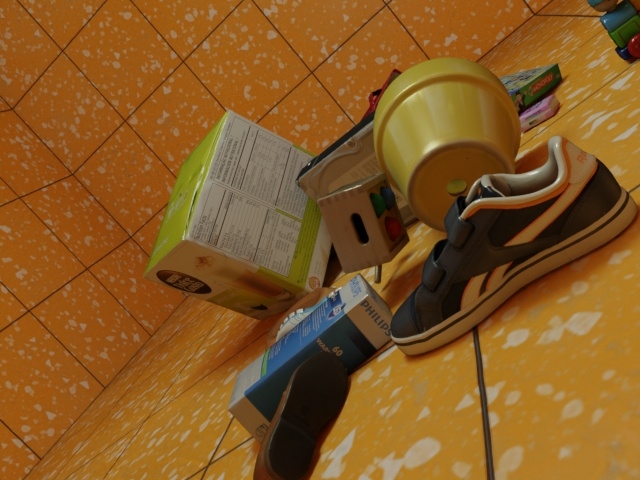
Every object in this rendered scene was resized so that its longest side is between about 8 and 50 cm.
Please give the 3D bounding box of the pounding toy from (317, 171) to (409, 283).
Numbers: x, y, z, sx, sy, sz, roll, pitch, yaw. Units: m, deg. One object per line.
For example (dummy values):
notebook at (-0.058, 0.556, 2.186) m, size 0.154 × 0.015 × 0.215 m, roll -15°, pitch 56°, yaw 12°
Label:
pounding toy at (0.102, -0.018, 1.032) m, size 0.094 × 0.181 × 0.206 m, roll -18°, pitch 8°, yaw 26°

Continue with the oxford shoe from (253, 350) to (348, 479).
oxford shoe at (-0.029, 0.220, 0.771) m, size 0.076 × 0.076 × 0.212 m, roll -48°, pitch 2°, yaw 38°

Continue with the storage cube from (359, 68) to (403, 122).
storage cube at (0.172, -0.221, 1.352) m, size 0.193 × 0.215 × 0.184 m, roll -55°, pitch 7°, yaw 46°

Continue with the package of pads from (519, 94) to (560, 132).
package of pads at (0.440, -0.257, 1.241) m, size 0.083 × 0.032 × 0.050 m, roll -31°, pitch 10°, yaw 49°

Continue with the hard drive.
hard drive at (0.136, -0.136, 1.270) m, size 0.339 × 0.237 × 0.064 m, roll -33°, pitch 23°, yaw 41°

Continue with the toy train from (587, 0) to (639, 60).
toy train at (0.613, -0.449, 1.078) m, size 0.248 × 0.143 × 0.105 m, roll -37°, pitch 10°, yaw 27°

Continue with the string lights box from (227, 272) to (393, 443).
string lights box at (-0.012, 0.170, 0.916) m, size 0.259 × 0.077 × 0.133 m, roll -40°, pitch 9°, yaw 6°

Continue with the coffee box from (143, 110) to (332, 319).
coffee box at (-0.185, -0.040, 1.477) m, size 0.337 × 0.334 × 0.338 m, roll -29°, pitch 42°, yaw 55°

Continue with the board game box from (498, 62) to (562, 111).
board game box at (0.376, -0.333, 1.460) m, size 0.213 × 0.046 × 0.317 m, roll -35°, pitch 21°, yaw -34°

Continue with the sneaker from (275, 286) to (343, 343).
sneaker at (-0.008, 0.149, 1.039) m, size 0.190 × 0.071 × 0.083 m, roll -38°, pitch 15°, yaw 21°

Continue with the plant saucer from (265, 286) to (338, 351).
plant saucer at (-0.039, 0.159, 1.222) m, size 0.200 × 0.037 × 0.200 m, roll -39°, pitch 9°, yaw 8°

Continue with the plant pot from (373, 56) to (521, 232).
plant pot at (0.215, -0.143, 1.018) m, size 0.254 × 0.254 × 0.239 m, roll -37°, pitch 25°, yaw 25°

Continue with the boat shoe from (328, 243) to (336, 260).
boat shoe at (0.000, 0.000, 1.617) m, size 0.307 × 0.104 × 0.111 m, roll -42°, pitch 10°, yaw 0°

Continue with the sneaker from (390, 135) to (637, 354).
sneaker at (0.188, 0.006, 0.722) m, size 0.321 × 0.127 × 0.126 m, roll -39°, pitch 10°, yaw 22°
